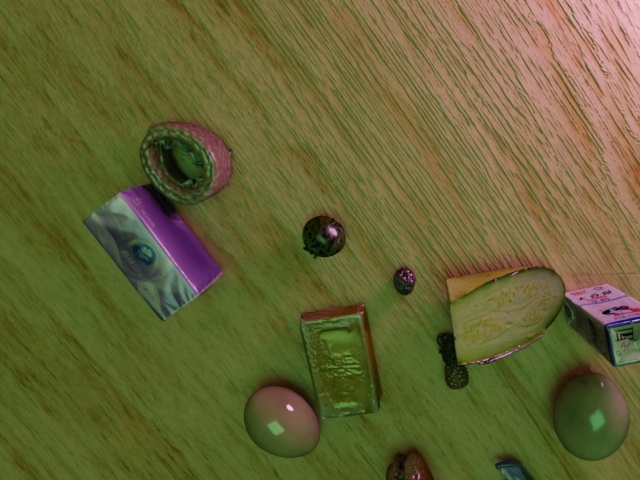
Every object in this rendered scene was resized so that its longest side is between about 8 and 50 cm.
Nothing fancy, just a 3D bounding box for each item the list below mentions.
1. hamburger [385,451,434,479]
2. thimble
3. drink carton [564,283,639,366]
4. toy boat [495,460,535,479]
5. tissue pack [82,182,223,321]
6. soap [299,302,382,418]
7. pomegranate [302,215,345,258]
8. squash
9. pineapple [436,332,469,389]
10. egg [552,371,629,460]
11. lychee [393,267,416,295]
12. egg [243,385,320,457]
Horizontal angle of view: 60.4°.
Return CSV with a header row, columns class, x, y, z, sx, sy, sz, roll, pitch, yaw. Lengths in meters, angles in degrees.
class,x,y,z,sx,sy,sz,roll,pitch,yaw
hamburger,0.281,0.738,1.605,0.122,0.189,0.215,-25,88,18
thimble,-0.359,-0.210,1.481,0.229,0.148,0.196,29,106,1
drink carton,0.721,0.198,1.371,0.130,0.315,0.107,-12,98,8
toy boat,0.584,0.740,1.627,0.102,0.088,0.215,-35,99,16
tissue pack,-0.435,0.024,1.492,0.160,0.242,0.338,-35,98,12
soap,0.060,0.352,1.594,0.199,0.091,0.315,-8,101,9
pomegranate,0.000,0.000,1.513,0.122,0.122,0.161,36,133,-3
squash,0.498,0.185,1.448,0.309,0.210,0.234,-7,109,13
pineapple,0.375,0.341,1.570,0.074,0.074,0.159,-15,94,9
egg,0.735,0.478,1.499,0.186,0.186,0.253,7,108,4
lychee,0.235,0.113,1.529,0.067,0.068,0.083,-15,126,-32
egg,-0.110,0.529,1.602,0.241,0.186,0.186,36,104,-12
